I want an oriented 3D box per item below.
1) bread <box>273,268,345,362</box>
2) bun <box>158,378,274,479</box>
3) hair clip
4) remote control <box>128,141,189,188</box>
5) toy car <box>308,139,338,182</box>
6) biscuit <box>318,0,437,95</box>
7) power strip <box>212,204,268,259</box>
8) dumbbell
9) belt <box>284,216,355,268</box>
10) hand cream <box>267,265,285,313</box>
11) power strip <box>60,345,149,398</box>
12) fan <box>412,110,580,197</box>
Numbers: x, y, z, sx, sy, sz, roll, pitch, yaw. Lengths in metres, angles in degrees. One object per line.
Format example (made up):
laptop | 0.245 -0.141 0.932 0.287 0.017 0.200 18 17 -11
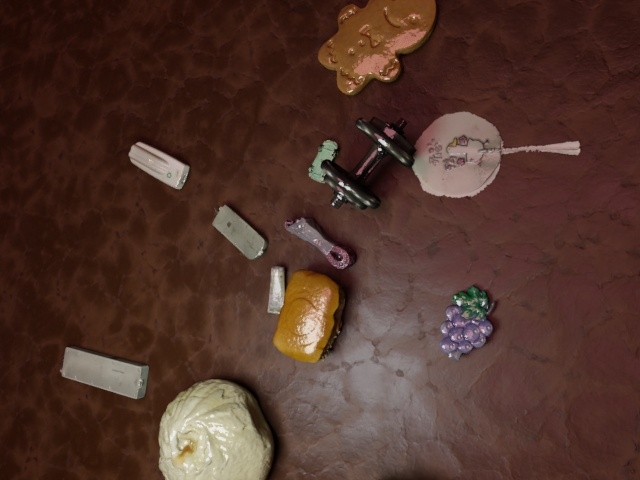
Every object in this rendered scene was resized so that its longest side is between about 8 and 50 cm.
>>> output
bread | -0.027 0.206 1.457 0.174 0.121 0.245 18 94 22
bun | -0.311 0.578 1.483 0.349 0.227 0.352 33 100 20
hair clip | 0.371 0.209 1.336 0.124 0.052 0.195 18 84 15
remote control | -0.536 -0.253 1.751 0.230 0.049 0.090 28 98 21
toy car | 0.011 -0.228 1.528 0.059 0.035 0.121 23 86 23
biscuit | 0.162 -0.576 1.488 0.355 0.052 0.275 -34 73 17
power strip | -0.249 -0.029 1.621 0.227 0.029 0.080 41 103 20
dumbbell | 0.123 -0.202 1.394 0.192 0.192 0.290 44 102 20
belt | 0.000 0.000 1.502 0.232 0.053 0.071 35 106 22
hand cream | -0.123 0.145 1.553 0.061 0.039 0.143 4 96 16
power strip | -0.726 0.434 1.770 0.368 0.043 0.106 8 88 23
fan | 0.435 -0.229 1.361 0.415 0.012 0.232 -2 85 23
